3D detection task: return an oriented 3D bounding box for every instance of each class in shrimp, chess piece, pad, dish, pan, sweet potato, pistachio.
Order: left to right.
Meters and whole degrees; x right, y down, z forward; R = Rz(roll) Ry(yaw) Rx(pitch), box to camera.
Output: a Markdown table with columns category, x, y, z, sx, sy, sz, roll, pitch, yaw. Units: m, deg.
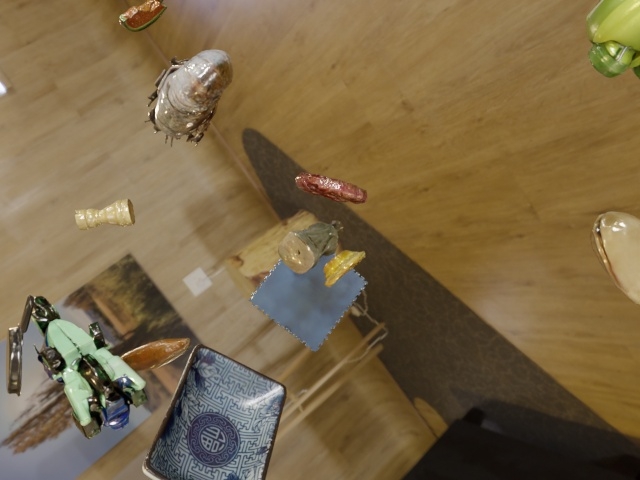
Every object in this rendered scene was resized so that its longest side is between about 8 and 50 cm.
| category | x | y | z | sx | sy | sz | roll | pitch | yaw |
| --- | --- | --- | --- | --- | --- | --- | --- | --- | --- |
| pan | -0.562 | 0.189 | 1.009 | 0.136 | 0.028 | 0.235 | 57 | 131 | 41 |
| chess piece | -0.502 | -0.057 | 1.271 | 0.066 | 0.122 | 0.066 | 169 | 90 | -83 |
| sweet potato | -0.373 | 0.248 | 1.137 | 0.265 | 0.057 | 0.057 | -23 | 111 | 22 |
| shrimp | -0.246 | -0.247 | 0.978 | 0.117 | 0.145 | 0.343 | 28 | 159 | -24 |
| dish | -0.168 | 0.307 | 0.868 | 0.182 | 0.243 | 0.080 | 30 | 126 | -11 |
| pad | -0.029 | 0.145 | 1.564 | 0.270 | 0.269 | 0.012 | 43 | 171 | -19 |
| pistachio | 0.509 | 0.026 | 0.890 | 0.185 | 0.126 | 0.108 | 49 | 159 | -10 |

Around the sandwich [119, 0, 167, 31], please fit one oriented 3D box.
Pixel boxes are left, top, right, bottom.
| category | x | y | z | sx | sy | sz | roll | pitch | yaw |
| --- | --- | --- | --- | --- | --- | --- | --- | --- | --- |
| sandwich | -0.391 | -0.492 | 1.186 | 0.029 | 0.135 | 0.067 | 43 | 138 | -1 |

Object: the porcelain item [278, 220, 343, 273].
| category | x | y | z | sx | sy | sz | roll | pitch | yaw |
| --- | --- | --- | --- | --- | --- | --- | --- | --- | --- |
| porcelain item | 0.000 | 0.000 | 1.145 | 0.081 | 0.216 | 0.069 | 44 | 120 | 9 |

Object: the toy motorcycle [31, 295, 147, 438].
| category | x | y | z | sx | sy | sz | roll | pitch | yaw |
| --- | --- | --- | --- | --- | --- | --- | --- | --- | --- |
| toy motorcycle | -0.467 | 0.238 | 1.051 | 0.331 | 0.125 | 0.196 | 30 | 138 | 36 |

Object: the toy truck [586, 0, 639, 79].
| category | x | y | z | sx | sy | sz | roll | pitch | yaw |
| --- | --- | --- | --- | --- | --- | --- | --- | --- | --- |
| toy truck | 0.477 | -0.338 | 0.788 | 0.187 | 0.210 | 0.148 | 17 | 145 | -18 |

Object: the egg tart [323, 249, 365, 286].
| category | x | y | z | sx | sy | sz | roll | pitch | yaw |
| --- | --- | --- | --- | --- | --- | --- | --- | --- | --- |
| egg tart | 0.050 | 0.059 | 1.300 | 0.049 | 0.129 | 0.129 | 50 | 159 | 8 |

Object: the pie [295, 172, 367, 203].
| category | x | y | z | sx | sy | sz | roll | pitch | yaw |
| --- | --- | --- | --- | --- | --- | --- | --- | --- | --- |
| pie | 0.022 | -0.104 | 1.097 | 0.155 | 0.036 | 0.154 | 16 | 180 | 0 |
